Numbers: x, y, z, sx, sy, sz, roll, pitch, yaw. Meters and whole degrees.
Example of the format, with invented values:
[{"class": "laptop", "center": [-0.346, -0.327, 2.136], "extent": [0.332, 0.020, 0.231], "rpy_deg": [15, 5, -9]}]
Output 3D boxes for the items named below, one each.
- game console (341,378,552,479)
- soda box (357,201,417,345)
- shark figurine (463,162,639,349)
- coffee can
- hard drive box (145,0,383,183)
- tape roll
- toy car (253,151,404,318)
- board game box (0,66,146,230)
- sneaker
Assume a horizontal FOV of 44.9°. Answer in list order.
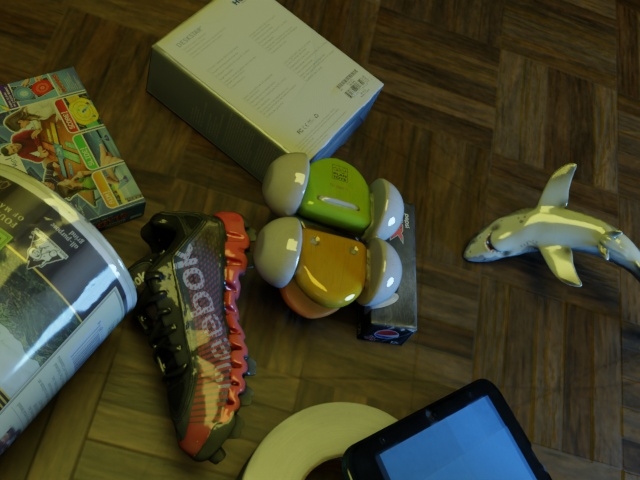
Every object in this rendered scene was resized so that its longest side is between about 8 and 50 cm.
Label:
[{"class": "game console", "center": [0.203, 0.253, 0.716], "extent": [0.293, 0.250, 0.173], "rpy_deg": [-11, 98, -50]}, {"class": "soda box", "center": [0.078, 0.034, 0.919], "extent": [0.060, 0.053, 0.169], "rpy_deg": [9, 60, -13]}, {"class": "shark figurine", "center": [0.343, 0.014, 0.994], "extent": [0.278, 0.116, 0.166], "rpy_deg": [28, 92, 7]}, {"class": "coffee can", "center": [-0.325, 0.094, 0.672], "extent": [0.201, 0.201, 0.275], "rpy_deg": [35, 58, 3]}, {"class": "hard drive box", "center": [-0.069, -0.193, 0.971], "extent": [0.232, 0.089, 0.181], "rpy_deg": [40, 58, 5]}, {"class": "tape roll", "center": [0.019, 0.275, 0.762], "extent": [0.219, 0.072, 0.219], "rpy_deg": [8, 60, -14]}, {"class": "toy car", "center": [0.000, 0.000, 0.864], "extent": [0.159, 0.136, 0.182], "rpy_deg": [14, 62, -19]}, {"class": "board game box", "center": [-0.303, -0.095, 0.876], "extent": [0.136, 0.035, 0.201], "rpy_deg": [-22, 72, -27]}, {"class": "sneaker", "center": [-0.139, 0.084, 0.784], "extent": [0.135, 0.097, 0.276], "rpy_deg": [16, 56, -31]}]
